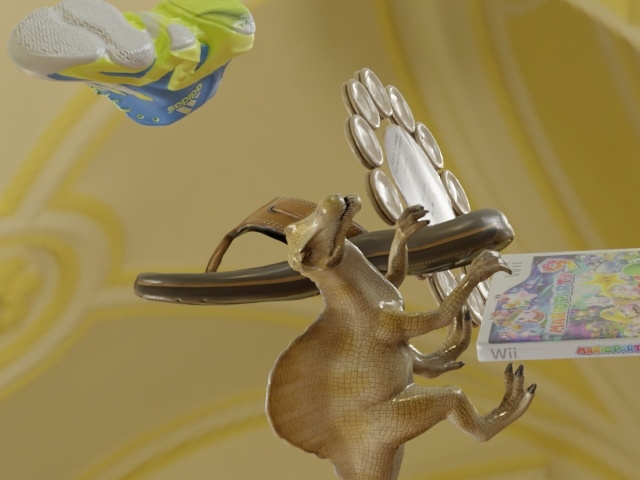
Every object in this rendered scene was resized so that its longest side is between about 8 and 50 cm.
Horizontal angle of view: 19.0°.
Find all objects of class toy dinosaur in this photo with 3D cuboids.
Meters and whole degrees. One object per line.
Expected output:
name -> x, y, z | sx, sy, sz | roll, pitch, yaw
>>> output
toy dinosaur -> 0.023, 0.054, 0.673 | 0.093, 0.053, 0.183 | -20, -63, -24

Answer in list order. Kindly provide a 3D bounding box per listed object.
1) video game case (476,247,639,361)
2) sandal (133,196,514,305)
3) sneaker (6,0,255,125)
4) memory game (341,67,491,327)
video game case -> 0.132, 0.025, 0.819 | 0.087, 0.122, 0.011 | -67, -30, -62
sandal -> 0.000, 0.000, 1.107 | 0.219, 0.060, 0.090 | -12, -5, 6
sneaker -> -0.167, -0.141, 1.652 | 0.240, 0.091, 0.126 | -10, -41, -35
memory game -> 0.063, -0.028, 1.237 | 0.012, 0.186, 0.186 | -27, -22, 19
